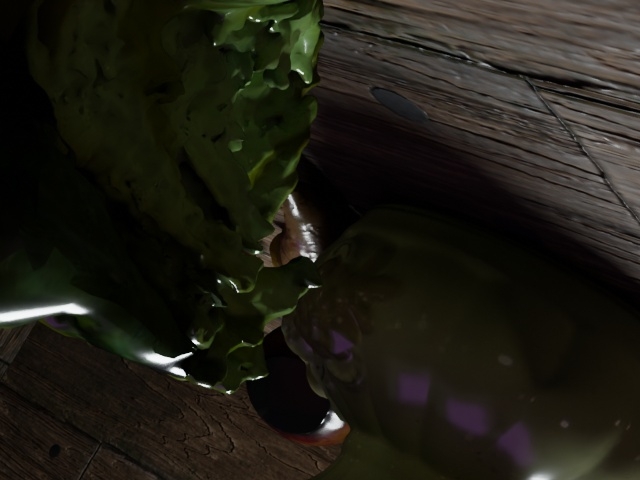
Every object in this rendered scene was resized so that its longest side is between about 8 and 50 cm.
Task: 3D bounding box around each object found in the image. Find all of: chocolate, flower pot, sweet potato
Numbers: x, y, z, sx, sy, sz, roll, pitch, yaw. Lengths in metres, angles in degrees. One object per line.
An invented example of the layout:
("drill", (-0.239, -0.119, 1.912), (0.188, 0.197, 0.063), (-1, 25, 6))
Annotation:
("chocolate", (0.003, 0.162, 1.730), (0.177, 0.176, 0.177), (29, 170, 5))
("flower pot", (0.094, 0.140, 1.026), (0.307, 0.244, 0.307), (29, 169, 6))
("sweet potato", (-0.005, 0.000, 1.125), (0.068, 0.068, 0.226), (24, 166, 30))

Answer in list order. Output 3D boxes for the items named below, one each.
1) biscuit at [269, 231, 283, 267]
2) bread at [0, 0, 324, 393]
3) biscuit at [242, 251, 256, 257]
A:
("biscuit", (0.030, 0.072, 1.275), (0.164, 0.047, 0.208), (34, -170, -15))
("bread", (-0.172, -0.102, 0.652), (0.377, 0.208, 0.251), (26, 177, 20))
("biscuit", (-0.172, -0.010, 1.526), (0.296, 0.075, 0.296), (32, 167, 8))
